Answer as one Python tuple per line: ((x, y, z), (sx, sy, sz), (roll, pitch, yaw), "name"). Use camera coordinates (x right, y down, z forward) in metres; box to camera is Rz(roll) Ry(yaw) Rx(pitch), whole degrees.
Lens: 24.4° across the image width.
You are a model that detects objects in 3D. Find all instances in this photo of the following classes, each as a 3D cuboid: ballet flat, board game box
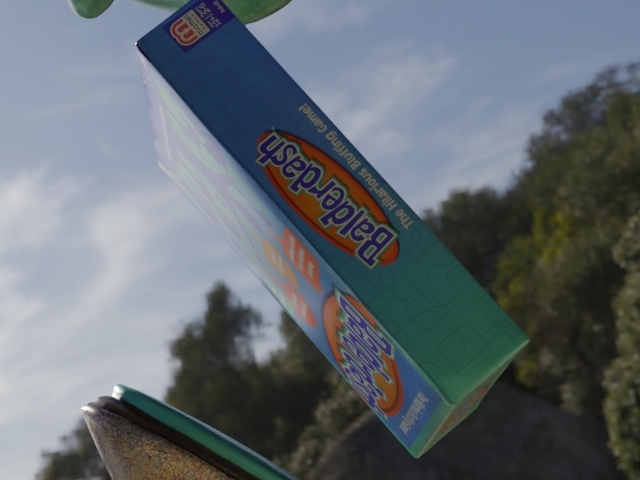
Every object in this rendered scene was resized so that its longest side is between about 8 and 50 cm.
((0.018, 0.176, 0.646), (0.316, 0.106, 0.107), (31, -10, -17), "ballet flat")
((0.000, 0.000, 0.697), (0.047, 0.210, 0.160), (-40, -12, -13), "board game box")

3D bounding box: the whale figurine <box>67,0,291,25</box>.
((-0.132, -0.248, 1.245), (0.272, 0.141, 0.216), (-10, -55, 28), "whale figurine")
